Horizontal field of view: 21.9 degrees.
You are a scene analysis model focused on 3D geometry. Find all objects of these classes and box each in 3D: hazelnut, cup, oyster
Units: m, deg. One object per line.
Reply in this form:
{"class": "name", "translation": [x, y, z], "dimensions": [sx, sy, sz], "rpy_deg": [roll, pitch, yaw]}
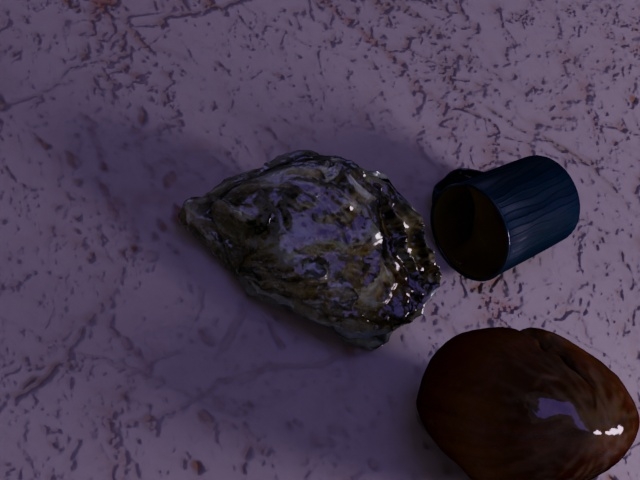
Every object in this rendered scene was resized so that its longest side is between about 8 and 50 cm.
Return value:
{"class": "hazelnut", "translation": [0.213, 0.169, 1.673], "dimensions": [0.212, 0.181, 0.181], "rpy_deg": [5, 54, -23]}
{"class": "cup", "translation": [0.204, -0.043, 1.888], "dimensions": [0.138, 0.113, 0.150], "rpy_deg": [-23, 68, -40]}
{"class": "oyster", "translation": [0.000, 0.000, 1.767], "dimensions": [0.268, 0.112, 0.198], "rpy_deg": [42, 68, -1]}
